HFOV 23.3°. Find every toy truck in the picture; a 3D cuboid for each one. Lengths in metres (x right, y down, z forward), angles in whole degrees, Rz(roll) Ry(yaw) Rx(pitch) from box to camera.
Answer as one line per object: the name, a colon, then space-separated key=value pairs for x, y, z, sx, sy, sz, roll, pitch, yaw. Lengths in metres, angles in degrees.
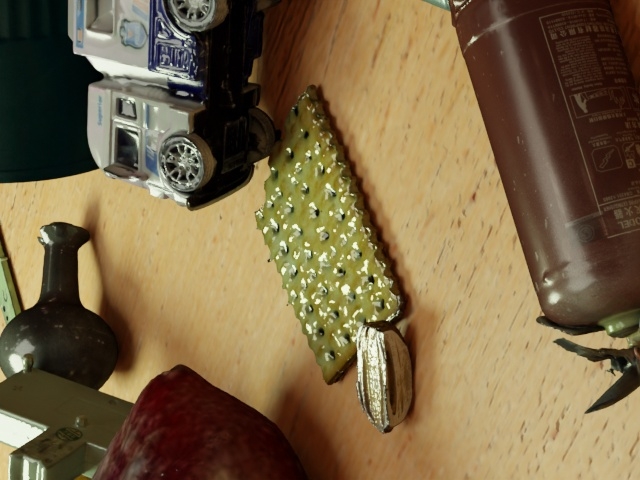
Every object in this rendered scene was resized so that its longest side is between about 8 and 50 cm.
toy truck: x=-0.119 y=-0.170 z=1.222 sx=0.155 sy=0.124 sz=0.268 roll=15 pitch=113 yaw=25

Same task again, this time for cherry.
cherry: x=-0.101 y=0.250 z=1.249 sx=0.230 sy=0.203 sz=0.300 roll=-6 pitch=82 yaw=64

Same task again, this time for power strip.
power strip: x=-0.220 y=0.179 z=1.398 sx=0.215 sy=0.145 sz=0.061 roll=15 pitch=115 yaw=22

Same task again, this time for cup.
cup: x=-0.270 y=-0.217 z=1.367 sx=0.308 sy=0.242 sz=0.292 roll=26 pitch=122 yaw=48

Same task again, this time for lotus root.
lotus root: x=0.048 y=0.099 z=1.149 sx=0.037 sy=0.030 sz=0.083 roll=14 pitch=111 yaw=52

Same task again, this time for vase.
vase: x=-0.263 y=0.070 z=1.562 sx=0.120 sy=0.120 sz=0.183 roll=-32 pitch=55 yaw=54

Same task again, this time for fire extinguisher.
fire extinguisher: x=0.148 y=-0.035 z=0.905 sx=0.105 sy=0.104 sz=0.269 roll=-33 pitch=68 yaw=54

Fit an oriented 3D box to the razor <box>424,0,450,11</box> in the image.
razor: x=0.042 y=-0.195 z=1.091 sx=0.232 sy=0.068 sz=0.106 roll=31 pitch=121 yaw=46

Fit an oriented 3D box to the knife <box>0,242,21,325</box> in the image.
knife: x=-0.381 y=0.010 z=1.807 sx=0.043 sy=0.019 sz=0.293 roll=-45 pitch=59 yaw=48

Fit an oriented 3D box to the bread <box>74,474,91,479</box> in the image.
bread: x=-0.195 y=0.306 z=1.460 sx=0.270 sy=0.142 sz=0.195 roll=55 pitch=137 yaw=34

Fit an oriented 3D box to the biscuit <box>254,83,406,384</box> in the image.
biscuit: x=-0.001 y=0.000 z=1.221 sx=0.144 sy=0.016 sz=0.203 roll=-52 pitch=54 yaw=47
